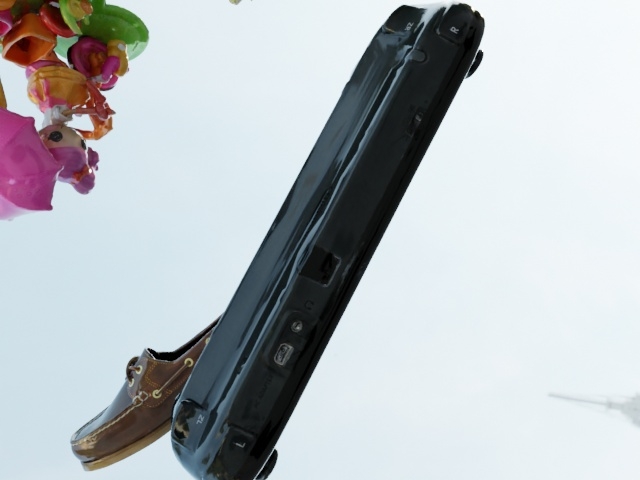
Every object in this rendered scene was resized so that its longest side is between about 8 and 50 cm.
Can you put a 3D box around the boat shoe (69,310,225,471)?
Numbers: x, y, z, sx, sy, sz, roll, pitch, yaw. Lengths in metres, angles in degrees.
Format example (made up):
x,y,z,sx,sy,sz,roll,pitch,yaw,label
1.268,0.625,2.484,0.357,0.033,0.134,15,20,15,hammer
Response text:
x,y,z,sx,sy,sz,roll,pitch,yaw,label
-0.132,0.121,0.794,0.207,0.073,0.073,-32,-73,-5,boat shoe

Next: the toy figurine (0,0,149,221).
x,y,z,sx,sy,sz,roll,pitch,yaw,label
-0.183,-0.086,0.580,0.173,0.130,0.159,18,-122,-46,toy figurine

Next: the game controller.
x,y,z,sx,sy,sz,roll,pitch,yaw,label
0.000,0.000,0.559,0.067,0.166,0.319,29,-100,-3,game controller

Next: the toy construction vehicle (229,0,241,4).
x,y,z,sx,sy,sz,roll,pitch,yaw,label
-0.047,-0.260,0.843,0.035,0.098,0.086,36,-122,2,toy construction vehicle
